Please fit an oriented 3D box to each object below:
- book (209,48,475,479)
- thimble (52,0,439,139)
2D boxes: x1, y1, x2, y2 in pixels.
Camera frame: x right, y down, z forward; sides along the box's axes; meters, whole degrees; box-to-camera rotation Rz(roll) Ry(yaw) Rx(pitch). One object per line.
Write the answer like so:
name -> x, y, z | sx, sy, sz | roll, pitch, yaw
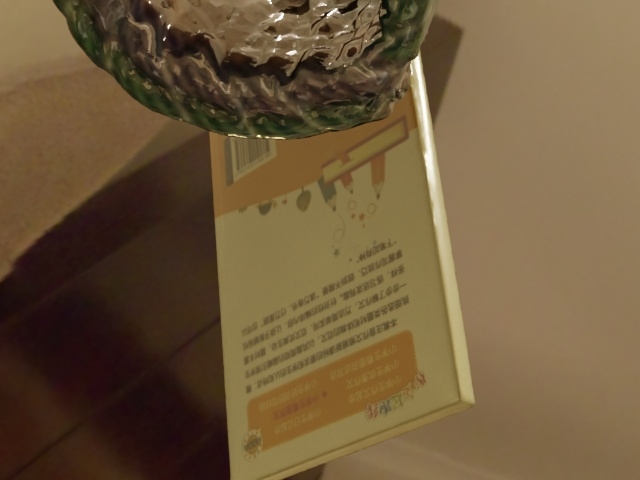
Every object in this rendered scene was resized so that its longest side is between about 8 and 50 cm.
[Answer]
book -> 0.000, 0.000, 0.810 | 0.208, 0.020, 0.295 | -28, -123, 39
thimble -> -0.022, -0.104, 0.426 | 0.135, 0.090, 0.118 | 15, -54, 4
